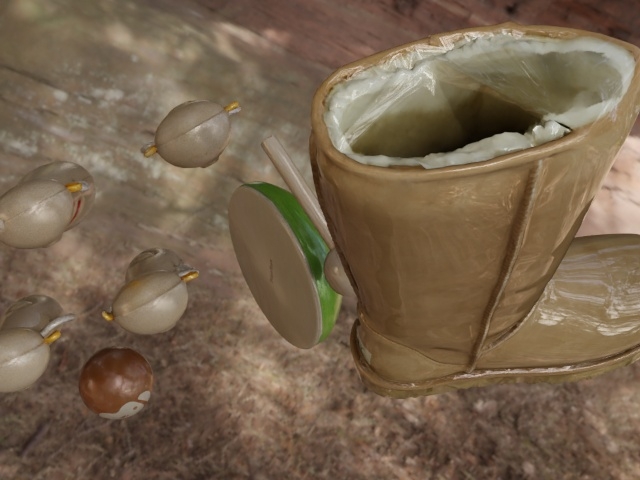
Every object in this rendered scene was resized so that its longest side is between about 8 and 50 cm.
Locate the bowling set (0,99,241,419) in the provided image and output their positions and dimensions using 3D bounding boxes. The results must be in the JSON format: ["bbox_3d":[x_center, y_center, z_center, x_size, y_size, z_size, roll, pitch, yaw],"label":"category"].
[{"bbox_3d":[-0.151,0.036,0.554,0.199,0.287,0.154,64,-4,-12],"label":"bowling set"}]

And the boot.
[{"bbox_3d":[0.118,-0.002,0.439,0.236,0.269,0.089,-17,61,-6],"label":"boot"}]

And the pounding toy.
[{"bbox_3d":[0.000,0.000,0.869,0.110,0.237,0.183,-24,77,-24],"label":"pounding toy"}]
